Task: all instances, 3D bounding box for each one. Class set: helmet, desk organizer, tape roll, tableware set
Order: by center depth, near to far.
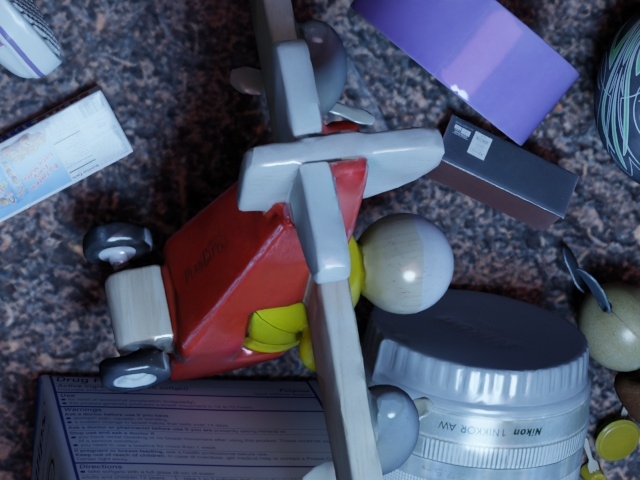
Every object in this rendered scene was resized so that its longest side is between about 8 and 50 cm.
[{"bbox_3d":[0.121,-0.169,1.547,0.189,0.189,0.080,37,97,-24],"label":"tape roll"},{"bbox_3d":[0.323,-0.130,1.631,0.161,0.169,0.169,-19,114,-25],"label":"helmet"},{"bbox_3d":[0.163,-0.059,1.673,0.130,0.050,0.047,25,68,-6],"label":"desk organizer"},{"bbox_3d":[0.330,0.202,1.831,0.154,0.024,0.104,-23,122,-8],"label":"tableware set"}]

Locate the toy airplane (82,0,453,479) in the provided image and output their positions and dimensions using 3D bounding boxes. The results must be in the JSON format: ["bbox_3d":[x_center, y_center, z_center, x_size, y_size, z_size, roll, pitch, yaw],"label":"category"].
[{"bbox_3d":[0.000,0.000,1.481,0.272,0.384,0.386,3,109,-30],"label":"toy airplane"}]

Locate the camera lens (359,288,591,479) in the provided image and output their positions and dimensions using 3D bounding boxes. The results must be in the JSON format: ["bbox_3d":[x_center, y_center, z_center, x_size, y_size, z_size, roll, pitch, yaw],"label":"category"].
[{"bbox_3d":[0.125,0.206,1.669,0.219,0.219,0.274,2,109,-16],"label":"camera lens"}]

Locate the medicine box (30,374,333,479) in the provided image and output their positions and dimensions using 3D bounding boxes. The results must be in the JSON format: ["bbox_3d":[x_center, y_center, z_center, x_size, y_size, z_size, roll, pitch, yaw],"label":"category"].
[{"bbox_3d":[-0.104,0.237,1.581,0.263,0.289,0.149,3,108,-16],"label":"medicine box"}]

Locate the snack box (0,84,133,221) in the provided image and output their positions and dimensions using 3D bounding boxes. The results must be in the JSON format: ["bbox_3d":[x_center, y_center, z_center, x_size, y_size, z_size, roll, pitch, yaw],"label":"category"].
[{"bbox_3d":[-0.254,-0.063,1.577,0.178,0.022,0.064,-28,115,-4],"label":"snack box"}]

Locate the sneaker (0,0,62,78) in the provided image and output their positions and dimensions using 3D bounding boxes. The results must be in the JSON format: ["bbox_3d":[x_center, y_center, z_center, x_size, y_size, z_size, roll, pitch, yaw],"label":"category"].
[{"bbox_3d":[-0.349,-0.199,1.467,0.282,0.102,0.161,43,98,-13],"label":"sneaker"}]

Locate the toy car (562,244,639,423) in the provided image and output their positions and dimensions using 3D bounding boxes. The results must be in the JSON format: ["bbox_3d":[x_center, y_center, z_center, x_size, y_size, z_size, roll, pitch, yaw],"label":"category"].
[{"bbox_3d":[0.301,0.073,1.716,0.188,0.155,0.149,43,95,-12],"label":"toy car"}]
